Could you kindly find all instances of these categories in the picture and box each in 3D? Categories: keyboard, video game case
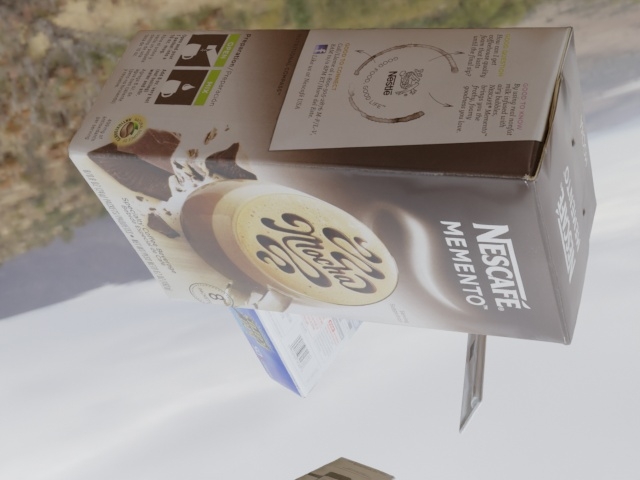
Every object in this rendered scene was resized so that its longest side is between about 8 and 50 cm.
[{"bbox_3d":[0.210,0.143,1.378,0.014,0.072,0.256,15,-139,1],"label":"keyboard"},{"bbox_3d":[0.000,0.000,1.091,0.061,0.269,0.244,26,-116,33],"label":"video game case"}]

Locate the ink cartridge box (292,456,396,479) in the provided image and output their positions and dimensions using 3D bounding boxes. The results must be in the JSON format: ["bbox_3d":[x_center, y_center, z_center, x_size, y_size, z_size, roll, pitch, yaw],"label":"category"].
[{"bbox_3d":[0.007,0.365,1.248,0.087,0.153,0.208,15,-175,22],"label":"ink cartridge box"}]

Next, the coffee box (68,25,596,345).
[{"bbox_3d":[0.016,-0.038,0.659,0.297,0.168,0.119,4,-126,25],"label":"coffee box"}]
